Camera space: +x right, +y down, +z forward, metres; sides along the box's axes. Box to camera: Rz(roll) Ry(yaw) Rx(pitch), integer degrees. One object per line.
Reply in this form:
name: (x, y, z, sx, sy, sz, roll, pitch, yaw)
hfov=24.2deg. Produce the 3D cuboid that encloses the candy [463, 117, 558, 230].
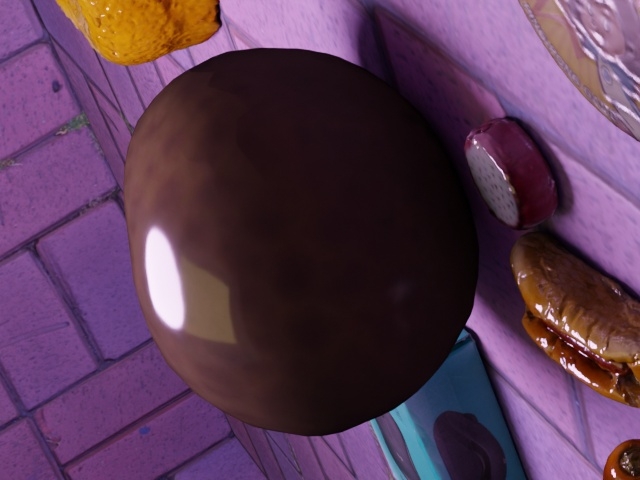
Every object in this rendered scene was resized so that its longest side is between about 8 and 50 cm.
candy: (0.166, -0.057, 1.310, 0.103, 0.043, 0.103, 55, 167, 19)

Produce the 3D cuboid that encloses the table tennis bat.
table tennis bat: (0.173, -0.218, 0.920, 0.268, 0.051, 0.415, 49, 166, 39)

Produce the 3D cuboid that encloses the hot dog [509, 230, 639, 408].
hot dog: (0.231, 0.073, 1.293, 0.242, 0.073, 0.084, 43, 154, 52)

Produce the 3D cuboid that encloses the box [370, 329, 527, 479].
box: (0.138, 0.217, 1.876, 0.205, 0.118, 0.311, 39, 157, 53)

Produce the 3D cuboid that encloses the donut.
donut: (-0.313, -0.406, 2.095, 0.435, 0.163, 0.378, 52, 166, 29)

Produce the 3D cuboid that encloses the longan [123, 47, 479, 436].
longan: (-0.028, 0.004, 1.518, 0.404, 0.336, 0.404, 18, 124, 30)

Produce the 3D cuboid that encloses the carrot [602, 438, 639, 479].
carrot: (0.302, 0.251, 1.437, 0.067, 0.067, 0.225, 52, 167, 29)
